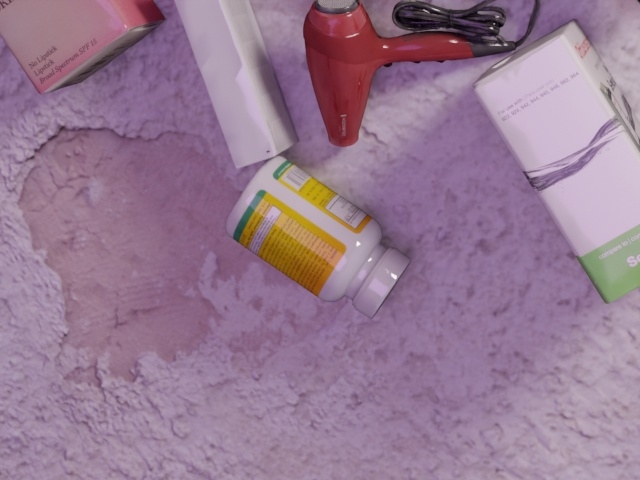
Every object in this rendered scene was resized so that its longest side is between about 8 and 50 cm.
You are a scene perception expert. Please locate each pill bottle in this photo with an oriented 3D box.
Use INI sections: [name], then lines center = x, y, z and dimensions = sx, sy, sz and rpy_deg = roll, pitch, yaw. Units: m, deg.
[pill bottle]
center = 0.000, 0.000, 1.610
dimensions = 0.208, 0.117, 0.117
rpy_deg = 34, 110, 5

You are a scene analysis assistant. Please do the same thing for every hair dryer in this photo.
[hair dryer]
center = 0.088, -0.216, 1.534
dimensions = 0.223, 0.080, 0.293
rpy_deg = 34, 123, -16

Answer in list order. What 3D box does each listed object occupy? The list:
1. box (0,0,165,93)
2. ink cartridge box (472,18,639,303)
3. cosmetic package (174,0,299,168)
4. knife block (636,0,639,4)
[box]
center = -0.323, -0.315, 1.611
dimensions = 0.148, 0.127, 0.232
rpy_deg = -32, 94, 20
[ink cartridge box]
center = 0.293, -0.094, 1.464
dimensions = 0.114, 0.198, 0.273
rpy_deg = -31, 95, 20
[cosmetic package]
center = -0.104, -0.212, 1.594
dimensions = 0.060, 0.099, 0.239
rpy_deg = -17, 98, 18
[knife block]
center = 0.316, -0.387, 1.380
dimensions = 0.275, 0.088, 0.242
rpy_deg = 18, 110, -25
